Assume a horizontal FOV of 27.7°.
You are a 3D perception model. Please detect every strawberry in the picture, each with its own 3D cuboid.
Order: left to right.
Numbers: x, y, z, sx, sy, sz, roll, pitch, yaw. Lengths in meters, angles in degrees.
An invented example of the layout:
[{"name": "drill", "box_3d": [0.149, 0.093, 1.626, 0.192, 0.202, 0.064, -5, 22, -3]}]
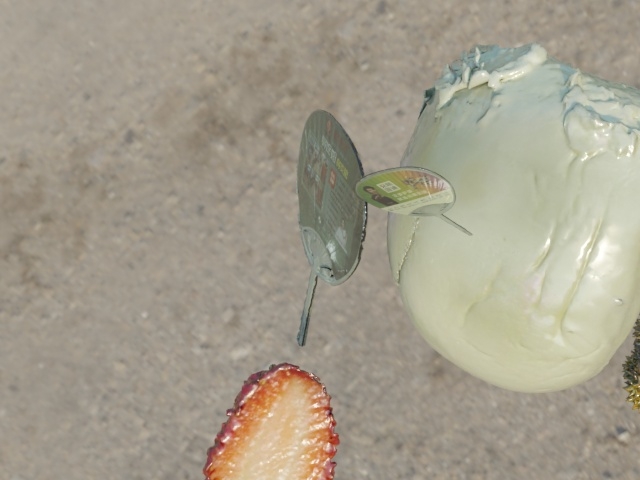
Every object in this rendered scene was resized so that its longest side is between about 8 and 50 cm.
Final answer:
[{"name": "strawberry", "box_3d": [-0.043, 0.236, 1.523, 0.208, 0.167, 0.087, -61, 13, 12]}]

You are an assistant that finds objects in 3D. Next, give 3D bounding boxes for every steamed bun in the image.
[{"name": "steamed bun", "box_3d": [0.179, -0.027, 1.202, 0.233, 0.334, 0.311, 21, 94, -2]}]

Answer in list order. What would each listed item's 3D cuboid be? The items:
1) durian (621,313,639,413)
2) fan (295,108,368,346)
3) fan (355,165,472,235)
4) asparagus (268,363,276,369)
[{"name": "durian", "box_3d": [0.457, 0.147, 1.642, 0.137, 0.168, 0.158, 40, 120, 40]}, {"name": "fan", "box_3d": [-0.004, -0.033, 1.568, 0.012, 0.294, 0.223, -3, 61, -22]}, {"name": "fan", "box_3d": [0.052, -0.022, 0.748, 0.060, 0.080, 0.003, 3, 63, 21]}, {"name": "asparagus", "box_3d": [-0.034, 0.244, 1.893, 0.016, 0.162, 0.016, -33, 25, -9]}]
